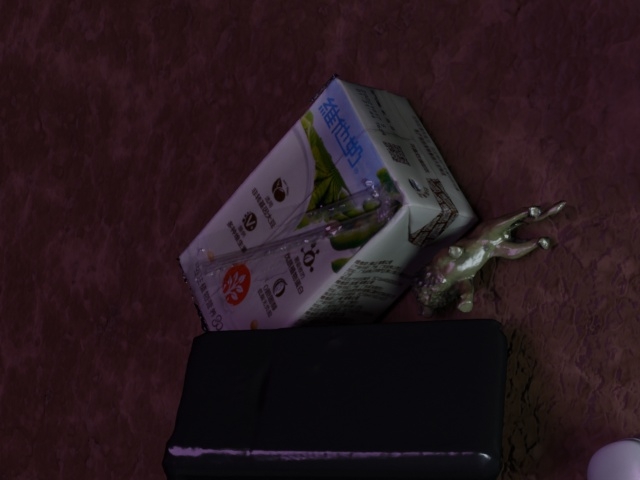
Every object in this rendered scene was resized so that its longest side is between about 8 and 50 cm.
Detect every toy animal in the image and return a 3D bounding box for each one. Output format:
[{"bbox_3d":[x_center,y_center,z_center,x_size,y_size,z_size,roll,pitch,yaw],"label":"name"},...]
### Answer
[{"bbox_3d":[0.165,0.016,1.346,0.220,0.086,0.069,-33,102,33],"label":"toy animal"}]

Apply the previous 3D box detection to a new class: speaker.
[{"bbox_3d":[0.009,0.205,1.369,0.388,0.184,0.180,-3,47,16],"label":"speaker"}]

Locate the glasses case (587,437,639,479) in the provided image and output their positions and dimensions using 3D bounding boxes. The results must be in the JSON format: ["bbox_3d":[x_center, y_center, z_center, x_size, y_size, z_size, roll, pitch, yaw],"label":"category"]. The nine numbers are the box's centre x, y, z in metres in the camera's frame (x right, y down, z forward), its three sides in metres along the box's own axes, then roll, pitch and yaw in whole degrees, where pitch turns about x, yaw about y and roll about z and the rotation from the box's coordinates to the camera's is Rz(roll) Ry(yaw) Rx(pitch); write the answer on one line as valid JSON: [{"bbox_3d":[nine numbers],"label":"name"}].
[{"bbox_3d":[0.300,0.279,1.195,0.076,0.049,0.197,-33,63,39],"label":"glasses case"}]

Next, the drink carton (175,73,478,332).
[{"bbox_3d":[0.000,0.000,1.476,0.324,0.132,0.194,-47,55,31],"label":"drink carton"}]
